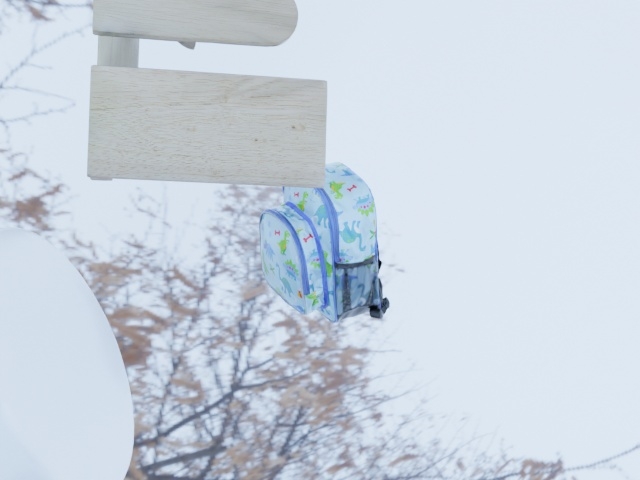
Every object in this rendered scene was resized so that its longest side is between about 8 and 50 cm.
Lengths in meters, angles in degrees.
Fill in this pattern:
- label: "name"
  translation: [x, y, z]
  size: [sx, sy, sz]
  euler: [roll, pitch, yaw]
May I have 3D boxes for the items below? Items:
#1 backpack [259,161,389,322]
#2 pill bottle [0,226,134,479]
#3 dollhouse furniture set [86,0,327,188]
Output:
- label: "backpack"
  translation: [0.000, 0.000, 0.871]
  size: [0.105, 0.084, 0.114]
  euler: [38, -47, 54]
- label: "pill bottle"
  translation: [-0.276, 0.118, 0.555]
  size: [0.333, 0.188, 0.188]
  euler: [-22, -100, 10]
- label: "dollhouse furniture set"
  translation: [-0.069, -0.099, 0.629]
  size: [0.123, 0.151, 0.144]
  euler: [2, -93, -10]
